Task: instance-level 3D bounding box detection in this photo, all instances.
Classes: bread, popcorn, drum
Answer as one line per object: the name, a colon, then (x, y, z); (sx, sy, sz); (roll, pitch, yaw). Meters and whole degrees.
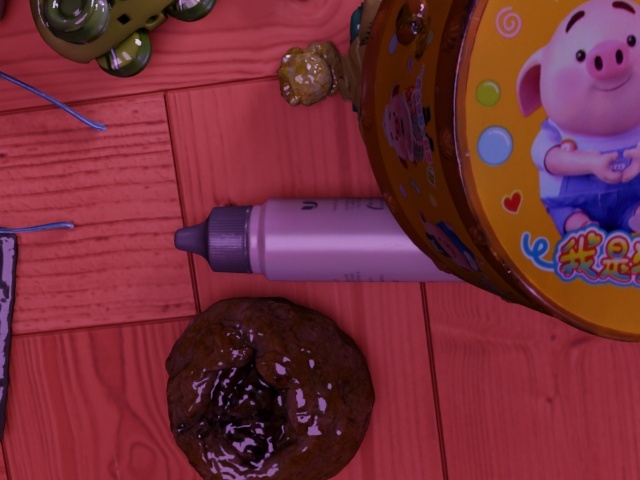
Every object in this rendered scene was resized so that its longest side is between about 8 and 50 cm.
bread: (-0.060, 0.174, 1.314); (0.229, 0.123, 0.230); (1, 102, 4)
popcorn: (-0.009, -0.172, 1.281); (0.083, 0.068, 0.060); (-40, 123, -25)
drum: (0.261, -0.127, 1.109); (0.431, 0.214, 0.431); (-3, 99, -20)

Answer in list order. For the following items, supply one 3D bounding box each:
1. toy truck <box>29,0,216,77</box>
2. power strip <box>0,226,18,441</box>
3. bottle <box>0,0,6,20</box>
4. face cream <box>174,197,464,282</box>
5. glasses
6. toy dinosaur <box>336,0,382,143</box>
toy truck: (-0.209, -0.290, 1.245); (0.187, 0.148, 0.211); (-22, 71, 12)
power strip: (-0.473, 0.100, 1.358); (0.251, 0.092, 0.257); (6, 97, 8)
bottle: (-0.346, -0.274, 1.283); (0.045, 0.045, 0.096); (25, 130, 1)
face cream: (0.000, 0.000, 1.292); (0.311, 0.092, 0.092); (-1, 100, 5)
glasses: (-0.360, -0.099, 1.340); (0.220, 0.088, 0.190); (15, 101, -17)
toy dinosaur: (0.067, -0.211, 1.227); (0.094, 0.153, 0.259); (4, 92, 3)
